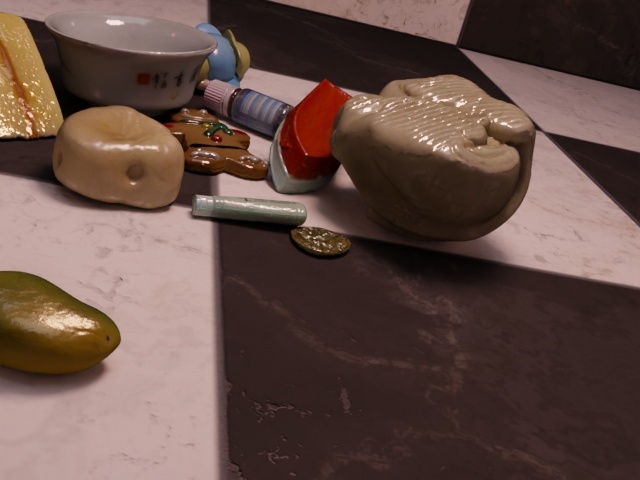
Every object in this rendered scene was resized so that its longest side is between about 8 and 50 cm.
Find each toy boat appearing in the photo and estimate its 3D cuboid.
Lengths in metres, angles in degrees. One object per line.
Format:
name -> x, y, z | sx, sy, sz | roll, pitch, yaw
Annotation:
toy boat -> -0.021, -0.192, 1.758 | 0.145, 0.133, 0.331 | 34, 35, -5

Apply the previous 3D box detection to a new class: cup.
cup -> -0.396, -0.358, 1.812 | 0.347, 0.163, 0.347 | 10, 24, -4

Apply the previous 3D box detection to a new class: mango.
mango -> -0.329, 0.093, 0.991 | 0.191, 0.085, 0.122 | 19, 21, 10

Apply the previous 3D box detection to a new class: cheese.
cheese -> -0.328, -0.140, 1.458 | 0.218, 0.117, 0.235 | 21, 28, 7

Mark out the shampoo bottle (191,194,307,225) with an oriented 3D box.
shampoo bottle -> -0.122, -0.052, 1.481 | 0.191, 0.041, 0.069 | 4, 12, -21

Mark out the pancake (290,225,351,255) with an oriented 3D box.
pancake -> 0.001, 0.000, 1.475 | 0.108, 0.017, 0.108 | 13, 24, -6

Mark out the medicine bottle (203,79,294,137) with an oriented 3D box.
medicine bottle -> -0.159, -0.291, 1.925 | 0.203, 0.083, 0.083 | 22, 25, 16

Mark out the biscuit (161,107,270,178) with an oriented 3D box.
biscuit -> -0.227, -0.205, 1.747 | 0.197, 0.049, 0.301 | 6, 25, -27

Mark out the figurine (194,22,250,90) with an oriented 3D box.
figurine -> -0.292, -0.433, 2.072 | 0.262, 0.153, 0.180 | 5, 37, -31

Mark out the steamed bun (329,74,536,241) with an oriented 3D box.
steamed bun -> 0.206, -0.132, 1.593 | 0.343, 0.255, 0.368 | -16, 32, -26

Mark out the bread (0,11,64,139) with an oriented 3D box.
bread -> -0.578, -0.309, 1.613 | 0.264, 0.163, 0.168 | 34, 29, 34
